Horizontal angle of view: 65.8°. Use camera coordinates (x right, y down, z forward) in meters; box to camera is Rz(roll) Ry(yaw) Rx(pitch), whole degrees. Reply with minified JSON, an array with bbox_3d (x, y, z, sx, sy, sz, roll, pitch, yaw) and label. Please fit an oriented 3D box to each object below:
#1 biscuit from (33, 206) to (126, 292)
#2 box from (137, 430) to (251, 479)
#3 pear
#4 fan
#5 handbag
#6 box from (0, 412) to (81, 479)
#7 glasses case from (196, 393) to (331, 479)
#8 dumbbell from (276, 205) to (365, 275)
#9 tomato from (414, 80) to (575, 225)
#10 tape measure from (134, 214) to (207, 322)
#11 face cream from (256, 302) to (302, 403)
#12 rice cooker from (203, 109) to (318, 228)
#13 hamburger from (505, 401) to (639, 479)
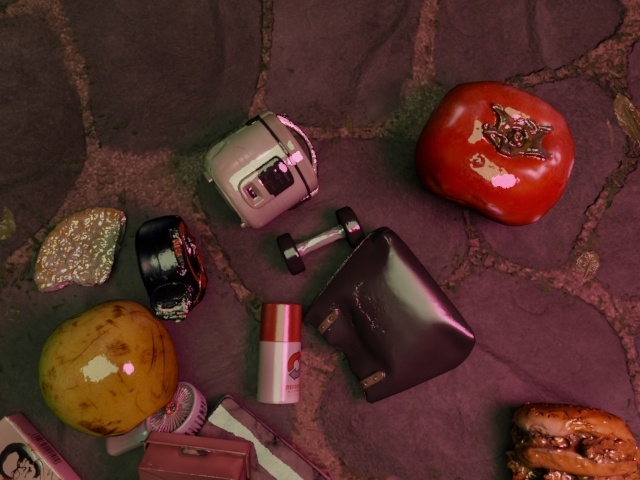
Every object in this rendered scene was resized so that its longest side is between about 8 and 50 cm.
[{"bbox_3d":[-0.566,0.029,1.182,0.265,0.040,0.188,-40,82,-5],"label":"biscuit"},{"bbox_3d":[-0.254,0.504,1.015,0.215,0.086,0.215,6,119,3],"label":"box"},{"bbox_3d":[-0.430,0.263,1.025,0.283,0.283,0.284,0,80,0],"label":"pear"},{"bbox_3d":[-0.363,0.403,1.084,0.244,0.074,0.130,-27,40,6],"label":"fan"},{"bbox_3d":[0.142,0.180,1.105,0.288,0.152,0.342,-38,79,5],"label":"handbag"},{"bbox_3d":[-0.732,0.584,1.076,0.214,0.069,0.353,43,81,7],"label":"box"},{"bbox_3d":[-0.125,0.475,1.083,0.299,0.060,0.114,36,79,9],"label":"glasses case"},{"bbox_3d":[0.000,0.000,1.153,0.191,0.100,0.100,-24,81,-4],"label":"dumbbell"},{"bbox_3d":[0.376,-0.191,1.088,0.325,0.290,0.293,19,83,2],"label":"tomato"},{"bbox_3d":[-0.325,0.055,1.094,0.135,0.202,0.223,-14,95,-4],"label":"tape measure"},{"bbox_3d":[-0.091,0.250,1.112,0.095,0.096,0.214,2,80,1],"label":"face cream"},{"bbox_3d":[-0.124,-0.158,1.124,0.244,0.226,0.226,-36,82,-8],"label":"rice cooker"},{"bbox_3d":[0.514,0.438,0.996,0.245,0.260,0.211,-1,76,8],"label":"hamburger"}]
